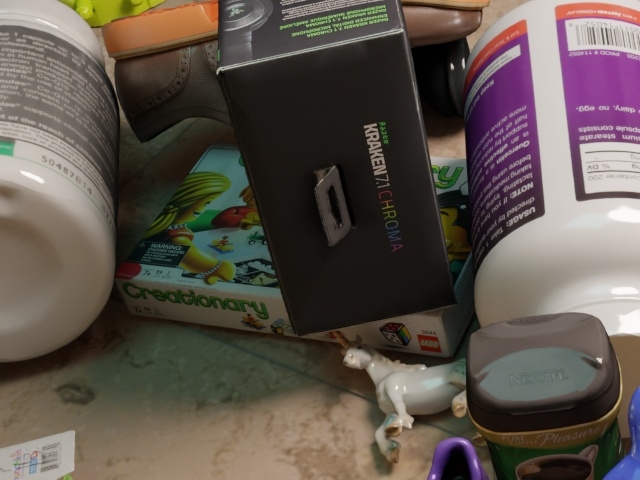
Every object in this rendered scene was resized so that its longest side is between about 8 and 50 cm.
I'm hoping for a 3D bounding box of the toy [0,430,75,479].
[{"bbox_3d":[-0.286,0.231,1.038,0.237,0.056,0.137,-19,37,5],"label":"toy"}]

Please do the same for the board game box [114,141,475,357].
[{"bbox_3d":[0.000,0.000,1.205,0.305,0.053,0.193,6,43,26],"label":"board game box"}]

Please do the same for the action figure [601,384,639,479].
[{"bbox_3d":[0.188,0.186,0.789,0.139,0.091,0.280,38,92,25],"label":"action figure"}]

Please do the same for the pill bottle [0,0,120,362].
[{"bbox_3d":[-0.284,-0.075,1.277,0.204,0.204,0.361,-15,36,4],"label":"pill bottle"}]

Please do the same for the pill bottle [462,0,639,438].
[{"bbox_3d":[0.200,-0.022,1.037,0.182,0.181,0.323,-8,49,12],"label":"pill bottle"}]

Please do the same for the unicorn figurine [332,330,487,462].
[{"bbox_3d":[0.073,0.112,1.050,0.162,0.060,0.111,3,32,4],"label":"unicorn figurine"}]

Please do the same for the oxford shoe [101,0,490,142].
[{"bbox_3d":[-0.018,-0.166,1.287,0.364,0.132,0.130,-6,11,21],"label":"oxford shoe"}]

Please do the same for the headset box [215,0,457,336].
[{"bbox_3d":[0.011,-0.101,1.079,0.131,0.246,0.283,-12,38,4],"label":"headset box"}]

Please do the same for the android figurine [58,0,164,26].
[{"bbox_3d":[-0.257,-0.341,1.710,0.248,0.056,0.272,-15,37,4],"label":"android figurine"}]

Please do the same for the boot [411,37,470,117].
[{"bbox_3d":[0.040,-0.181,1.373,0.207,0.094,0.246,-13,39,7],"label":"boot"}]

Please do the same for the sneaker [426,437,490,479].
[{"bbox_3d":[0.079,0.202,0.922,0.068,0.071,0.170,-7,41,14],"label":"sneaker"}]

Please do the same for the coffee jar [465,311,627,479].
[{"bbox_3d":[0.149,0.128,0.890,0.096,0.184,0.079,-8,40,11],"label":"coffee jar"}]
